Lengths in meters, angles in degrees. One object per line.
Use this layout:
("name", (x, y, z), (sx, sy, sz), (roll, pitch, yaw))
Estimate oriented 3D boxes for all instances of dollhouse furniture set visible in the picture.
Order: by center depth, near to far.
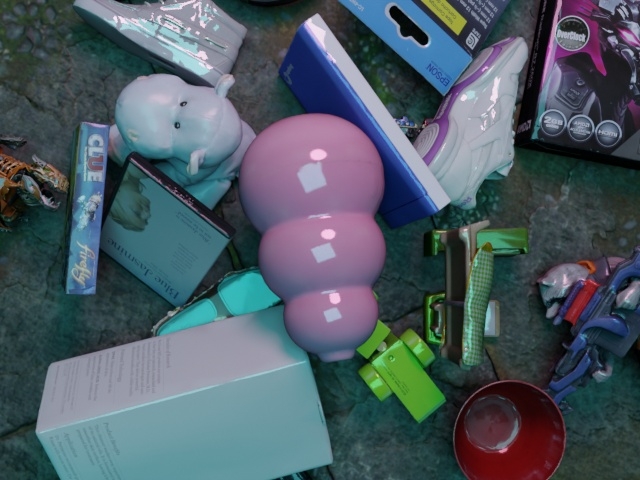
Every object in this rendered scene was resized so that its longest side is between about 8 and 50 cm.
("dollhouse furniture set", (0.250, 0.076, 1.088), (0.151, 0.301, 0.198), (0, 88, -1))

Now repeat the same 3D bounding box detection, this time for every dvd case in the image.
("dvd case", (-0.241, -0.004, 1.100), (0.180, 0.253, 0.022), (38, 51, -3))

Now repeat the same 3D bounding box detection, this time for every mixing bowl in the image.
("mixing bowl", (0.292, 0.307, 1.194), (0.181, 0.098, 0.181), (0, 90, -3))

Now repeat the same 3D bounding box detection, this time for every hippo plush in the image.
("hippo plush", (-0.194, -0.125, 1.089), (0.294, 0.236, 0.234), (18, 89, -4))

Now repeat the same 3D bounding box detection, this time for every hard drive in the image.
("hard drive", (0.057, -0.165, 1.119), (0.040, 0.210, 0.319), (-37, 93, -12))

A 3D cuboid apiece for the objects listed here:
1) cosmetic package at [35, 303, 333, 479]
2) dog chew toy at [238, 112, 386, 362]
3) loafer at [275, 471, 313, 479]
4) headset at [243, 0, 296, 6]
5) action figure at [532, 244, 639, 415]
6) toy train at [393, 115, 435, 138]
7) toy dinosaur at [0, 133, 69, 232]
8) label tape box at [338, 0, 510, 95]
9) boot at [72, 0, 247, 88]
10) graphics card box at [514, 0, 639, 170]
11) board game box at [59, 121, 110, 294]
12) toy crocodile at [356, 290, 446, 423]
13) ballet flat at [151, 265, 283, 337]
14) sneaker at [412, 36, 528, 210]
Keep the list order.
("cosmetic package", (-0.190, 0.257, 1.097), (0.385, 0.156, 0.217), (-13, 121, -6))
("dog chew toy", (0.000, 0.000, 1.017), (0.206, 0.206, 0.332), (-8, 80, -4))
("loafer", (-0.035, 0.419, 1.183), (0.078, 0.076, 0.223), (-37, 96, -11))
("headset", (-0.024, -0.552, 1.173), (0.394, 0.185, 0.243), (-44, 89, 12))
("action figure", (0.489, 0.160, 1.209), (0.330, 0.178, 0.341), (33, 118, 2))
("toy train", (0.185, -0.185, 1.220), (0.158, 0.027, 0.036), (2, 87, -5))
("toy dinosaur", (-0.546, -0.063, 1.132), (0.322, 0.164, 0.218), (0, 73, 32))
("label tape box", (0.183, -0.439, 1.138), (0.249, 0.115, 0.348), (34, 90, -27))
("boot", (-0.247, -0.347, 1.167), (0.258, 0.095, 0.123), (27, 82, -12))
("graphics card box", (0.468, -0.316, 1.207), (0.232, 0.094, 0.371), (11, 90, -4))
("board game box", (-0.357, -0.048, 1.111), (0.042, 0.165, 0.243), (5, 92, -22))
("toy crocodile", (0.075, 0.152, 1.184), (0.115, 0.105, 0.340), (-43, 99, -3))
("ballet flat", (-0.155, 0.106, 1.174), (0.241, 0.077, 0.091), (-24, 86, -5))
("sneaker", (0.255, -0.186, 1.176), (0.152, 0.114, 0.305), (38, 75, -21))
